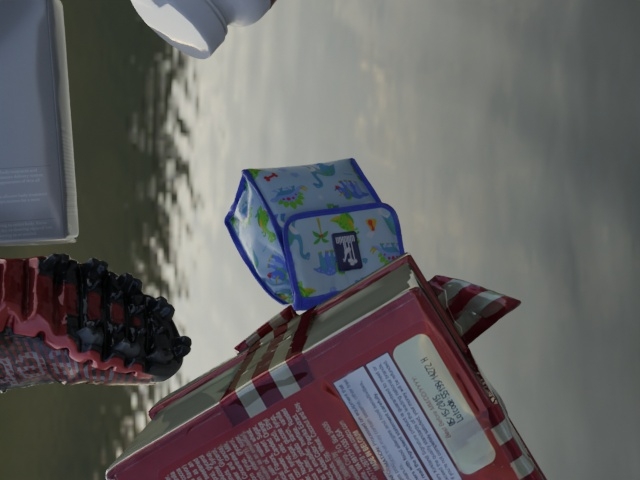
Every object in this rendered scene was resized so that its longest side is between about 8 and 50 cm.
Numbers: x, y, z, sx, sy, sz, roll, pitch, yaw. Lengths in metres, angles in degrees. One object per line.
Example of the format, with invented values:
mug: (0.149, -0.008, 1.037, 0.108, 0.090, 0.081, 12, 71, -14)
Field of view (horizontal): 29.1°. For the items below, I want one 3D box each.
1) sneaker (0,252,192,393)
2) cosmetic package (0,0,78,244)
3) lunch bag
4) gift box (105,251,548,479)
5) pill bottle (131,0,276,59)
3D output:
sneaker: (-0.245, 0.073, 0.976, 0.135, 0.276, 0.097, -58, 27, 36)
cosmetic package: (-0.301, -0.113, 1.158, 0.107, 0.127, 0.237, 163, 105, -86)
lunch bag: (0.000, 0.000, 1.154, 0.151, 0.129, 0.096, 61, 145, 33)
gift box: (0.046, 0.162, 0.830, 0.255, 0.276, 0.258, 64, -178, -2)
pill bottle: (-0.071, -0.273, 1.113, 0.216, 0.121, 0.121, -54, 11, -15)
